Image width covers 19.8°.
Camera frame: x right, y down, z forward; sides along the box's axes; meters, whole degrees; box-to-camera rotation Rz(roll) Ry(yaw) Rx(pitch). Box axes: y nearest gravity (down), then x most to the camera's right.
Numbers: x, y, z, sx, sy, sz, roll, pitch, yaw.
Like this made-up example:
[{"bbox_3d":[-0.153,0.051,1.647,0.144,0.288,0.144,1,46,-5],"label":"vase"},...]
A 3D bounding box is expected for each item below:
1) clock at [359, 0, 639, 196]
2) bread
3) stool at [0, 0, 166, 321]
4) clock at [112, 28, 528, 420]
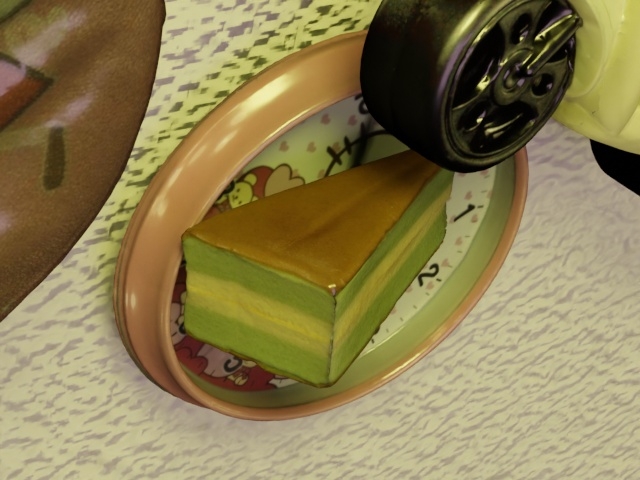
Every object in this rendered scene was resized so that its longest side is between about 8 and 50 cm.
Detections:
[{"bbox_3d":[0.190,-0.139,0.923,0.379,0.120,0.276,13,110,-55],"label":"clock"},{"bbox_3d":[0.003,-0.003,0.911,0.139,0.084,0.074,-50,152,-42],"label":"bread"},{"bbox_3d":[-0.206,-0.081,0.614,0.272,0.178,0.272,-23,139,-21],"label":"stool"},{"bbox_3d":[0.003,-0.005,0.963,0.244,0.056,0.244,-21,136,-22],"label":"clock"}]
